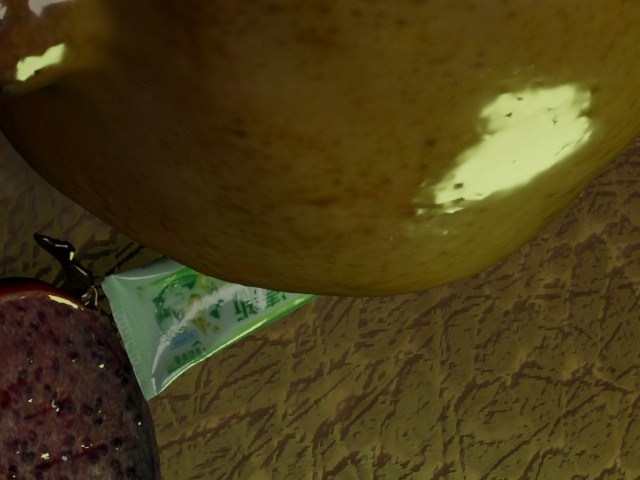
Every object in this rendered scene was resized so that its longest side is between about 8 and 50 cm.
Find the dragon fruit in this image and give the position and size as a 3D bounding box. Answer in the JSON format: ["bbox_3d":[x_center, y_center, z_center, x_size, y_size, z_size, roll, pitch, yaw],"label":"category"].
[{"bbox_3d":[-0.202,0.130,0.769,0.218,0.148,0.223,-35,111,-55],"label":"dragon fruit"}]

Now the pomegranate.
[{"bbox_3d":[-0.014,-0.172,0.643,0.417,0.417,0.416,-8,106,-30],"label":"pomegranate"}]

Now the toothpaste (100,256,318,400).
[{"bbox_3d":[0.000,0.000,0.880,0.297,0.048,0.074,-27,107,-33],"label":"toothpaste"}]
